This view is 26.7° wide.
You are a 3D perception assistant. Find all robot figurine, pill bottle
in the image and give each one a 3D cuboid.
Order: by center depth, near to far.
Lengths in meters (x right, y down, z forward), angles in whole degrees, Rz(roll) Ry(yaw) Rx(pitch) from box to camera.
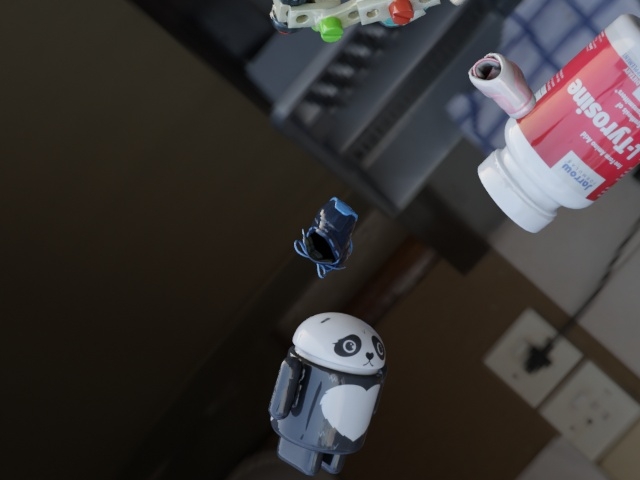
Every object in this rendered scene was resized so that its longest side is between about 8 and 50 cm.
[{"bbox_3d":[0.014,0.264,2.332,0.173,0.278,0.209,16,-171,5],"label":"robot figurine"},{"bbox_3d":[0.498,-0.209,2.523,0.229,0.407,0.229,38,-156,-20],"label":"pill bottle"}]

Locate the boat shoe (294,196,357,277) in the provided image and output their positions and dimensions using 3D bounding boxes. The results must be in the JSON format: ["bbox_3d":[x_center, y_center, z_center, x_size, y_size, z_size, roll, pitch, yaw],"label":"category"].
[{"bbox_3d":[0.000,0.000,2.486,0.109,0.089,0.258,35,160,14],"label":"boat shoe"}]

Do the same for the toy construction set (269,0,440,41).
[{"bbox_3d":[0.033,-0.369,1.760,0.328,0.215,0.151,-108,17,-44],"label":"toy construction set"}]

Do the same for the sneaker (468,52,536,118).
[{"bbox_3d":[0.196,-0.191,1.530,0.070,0.051,0.134,42,-168,-27],"label":"sneaker"}]

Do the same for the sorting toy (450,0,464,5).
[{"bbox_3d":[0.251,-0.545,2.094,0.229,0.307,0.041,51,-162,21],"label":"sorting toy"}]

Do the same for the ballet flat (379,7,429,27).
[{"bbox_3d":[0.151,-0.374,1.840,0.074,0.203,0.074,42,-166,-13],"label":"ballet flat"}]
